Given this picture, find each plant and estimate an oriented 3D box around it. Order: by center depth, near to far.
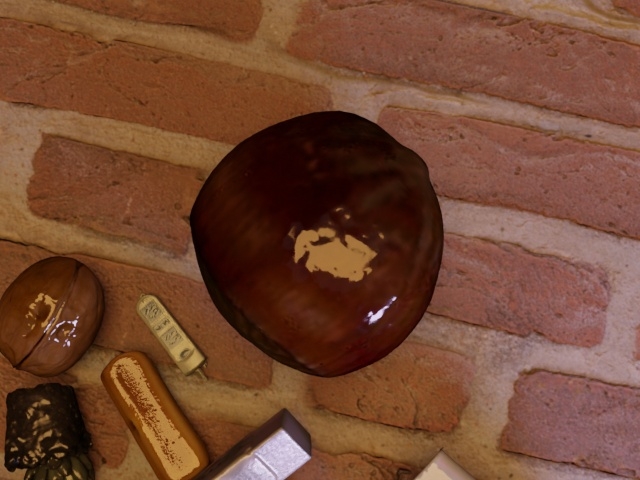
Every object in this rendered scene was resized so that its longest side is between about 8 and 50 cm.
[{"bbox_3d":[-0.450,0.336,1.684,0.129,0.132,0.194,-16,77,2],"label":"plant"}]

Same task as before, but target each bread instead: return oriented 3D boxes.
[{"bbox_3d":[-0.277,0.297,1.712,0.092,0.074,0.239,-31,82,-9],"label":"bread"}]

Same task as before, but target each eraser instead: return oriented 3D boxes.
[{"bbox_3d":[-0.190,0.423,1.606,0.397,0.213,0.082,-39,91,-1],"label":"eraser"}]

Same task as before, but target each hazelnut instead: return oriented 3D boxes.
[{"bbox_3d":[0.000,0.000,1.597,0.421,0.352,0.421,-8,78,45],"label":"hazelnut"}]

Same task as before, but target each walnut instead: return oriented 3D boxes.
[{"bbox_3d":[-0.451,0.127,1.702,0.167,0.167,0.207,30,86,6],"label":"walnut"}]

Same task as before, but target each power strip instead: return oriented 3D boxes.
[{"bbox_3d":[-0.253,0.166,1.752,0.047,0.030,0.191,-39,82,-3],"label":"power strip"}]

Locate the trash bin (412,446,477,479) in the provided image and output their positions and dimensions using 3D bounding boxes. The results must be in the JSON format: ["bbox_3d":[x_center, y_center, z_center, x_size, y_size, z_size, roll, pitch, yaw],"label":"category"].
[{"bbox_3d":[0.242,0.531,1.583,0.367,0.256,0.296,44,87,13],"label":"trash bin"}]
